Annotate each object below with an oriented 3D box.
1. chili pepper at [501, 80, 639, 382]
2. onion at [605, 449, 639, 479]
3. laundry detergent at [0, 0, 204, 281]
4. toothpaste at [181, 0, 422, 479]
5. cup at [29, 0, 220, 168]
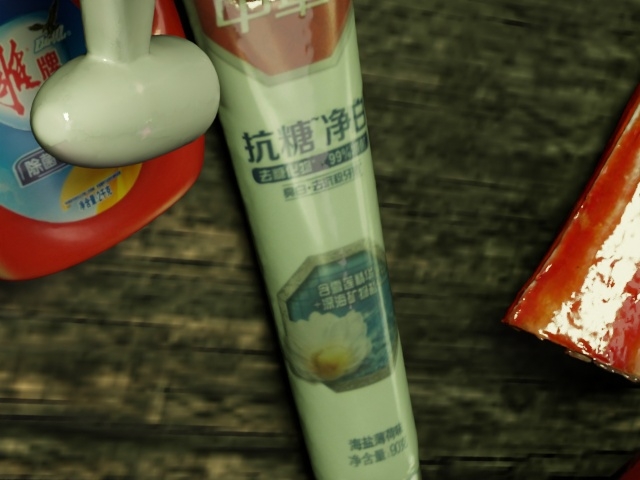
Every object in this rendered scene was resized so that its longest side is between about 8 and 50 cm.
[{"bbox_3d":[0.130,-0.031,0.713,0.088,0.065,0.169,20,92,-52],"label":"chili pepper"},{"bbox_3d":[0.184,0.178,0.727,0.252,0.219,0.252,-14,124,-22],"label":"onion"},{"bbox_3d":[-0.092,-0.075,0.560,0.097,0.049,0.165,-33,122,-25],"label":"laundry detergent"},{"bbox_3d":[0.000,0.000,0.655,0.062,0.039,0.239,-19,116,-17],"label":"toothpaste"},{"bbox_3d":[-0.023,-0.166,0.482,0.173,0.167,0.299,-36,139,-69],"label":"cup"}]
